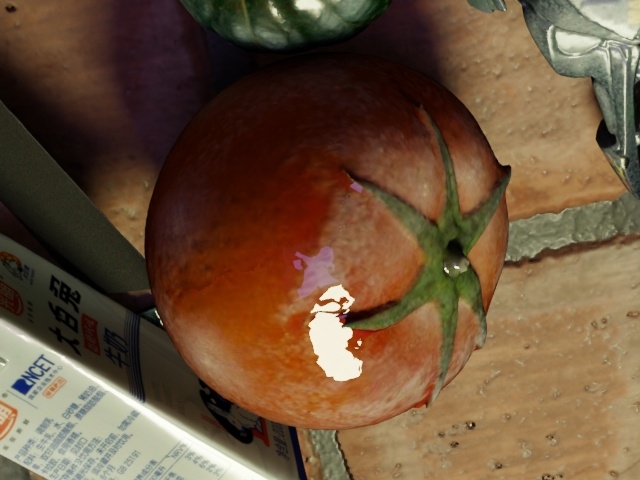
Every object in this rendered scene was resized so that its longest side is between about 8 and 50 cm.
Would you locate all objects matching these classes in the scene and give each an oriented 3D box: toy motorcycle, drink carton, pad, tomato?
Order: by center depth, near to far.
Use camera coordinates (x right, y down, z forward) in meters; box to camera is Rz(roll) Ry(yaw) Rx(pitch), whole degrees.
[{"bbox_3d":[0.000,0.000,0.954,0.264,0.265,0.265,0,115,0],"label":"tomato"},{"bbox_3d":[0.208,-0.174,0.959,0.173,0.108,0.307,-29,113,22],"label":"toy motorcycle"},{"bbox_3d":[-0.214,-0.036,1.013,0.211,0.143,0.003,50,61,-21],"label":"pad"},{"bbox_3d":[-0.164,0.129,1.051,0.315,0.130,0.106,34,107,-25],"label":"drink carton"}]

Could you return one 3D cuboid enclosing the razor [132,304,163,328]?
[{"bbox_3d":[-0.216,0.096,1.112,0.190,0.033,0.066,-21,114,8],"label":"razor"}]

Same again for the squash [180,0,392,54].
[{"bbox_3d":[-0.022,-0.230,0.887,0.218,0.172,0.218,-1,111,-3],"label":"squash"}]
